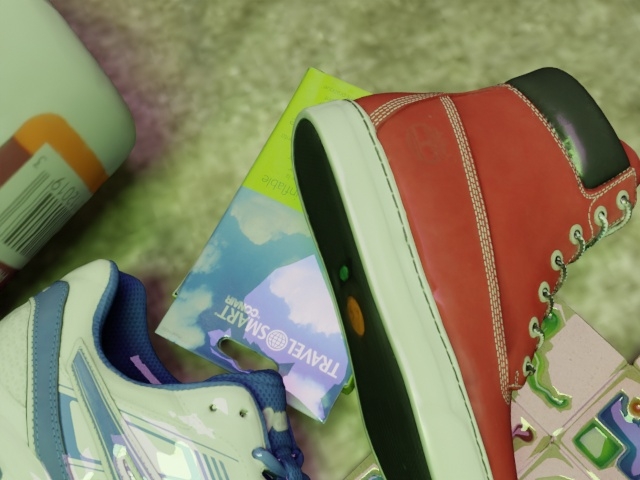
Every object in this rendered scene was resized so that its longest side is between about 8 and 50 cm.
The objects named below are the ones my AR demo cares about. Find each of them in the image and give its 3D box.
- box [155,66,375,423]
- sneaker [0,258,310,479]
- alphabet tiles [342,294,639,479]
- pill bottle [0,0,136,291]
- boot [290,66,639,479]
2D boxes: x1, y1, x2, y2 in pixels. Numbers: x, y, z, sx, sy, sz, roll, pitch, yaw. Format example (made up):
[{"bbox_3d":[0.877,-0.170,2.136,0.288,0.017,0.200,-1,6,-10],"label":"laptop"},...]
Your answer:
[{"bbox_3d":[0.000,0.000,0.423,0.109,0.042,0.178,25,75,13],"label":"box"},{"bbox_3d":[-0.042,0.125,0.324,0.296,0.112,0.131,39,84,13],"label":"sneaker"},{"bbox_3d":[0.131,0.197,0.345,0.342,0.011,0.285,-42,69,-7],"label":"alphabet tiles"},{"bbox_3d":[-0.296,0.016,0.344,0.224,0.224,0.392,37,77,15],"label":"pill bottle"},{"bbox_3d":[0.101,0.036,0.363,0.176,0.088,0.244,-12,82,-17],"label":"boot"}]
